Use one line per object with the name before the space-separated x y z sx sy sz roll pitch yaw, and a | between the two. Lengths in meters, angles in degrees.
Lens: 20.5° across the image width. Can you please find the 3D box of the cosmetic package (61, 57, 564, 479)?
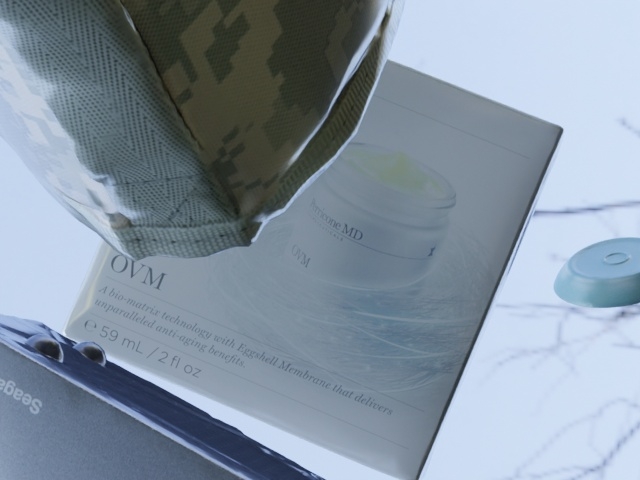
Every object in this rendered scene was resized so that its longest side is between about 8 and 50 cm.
cosmetic package | 0.000 0.000 1.064 0.224 0.138 0.225 22 -94 6

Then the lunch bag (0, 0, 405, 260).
lunch bag | -0.067 -0.166 0.412 0.235 0.169 0.287 68 -161 -52

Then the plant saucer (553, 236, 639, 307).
plant saucer | 0.267 0.024 1.590 0.119 0.119 0.021 -29 -62 -34

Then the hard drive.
hard drive | -0.020 0.104 0.633 0.254 0.172 0.054 28 -93 5
